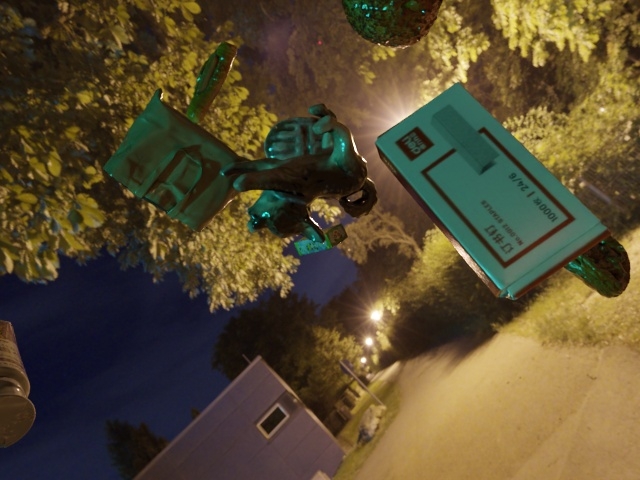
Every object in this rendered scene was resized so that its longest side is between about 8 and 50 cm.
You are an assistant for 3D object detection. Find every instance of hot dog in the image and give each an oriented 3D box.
[{"bbox_3d":[-0.177,-0.252,0.692,0.028,0.044,0.137,13,-69,-57],"label":"hot dog"},{"bbox_3d":[0.719,0.053,1.156,0.160,0.227,0.099,-50,-5,-24],"label":"hot dog"}]

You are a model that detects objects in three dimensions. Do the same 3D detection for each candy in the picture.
[{"bbox_3d":[0.000,0.000,1.598,0.097,0.062,0.194,-31,10,-39],"label":"candy"},{"bbox_3d":[-0.061,-0.336,1.591,0.289,0.214,0.157,-3,5,-9],"label":"candy"}]

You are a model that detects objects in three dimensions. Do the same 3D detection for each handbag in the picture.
[{"bbox_3d":[-0.353,-0.188,1.127,0.253,0.316,0.109,-55,25,-3],"label":"handbag"}]

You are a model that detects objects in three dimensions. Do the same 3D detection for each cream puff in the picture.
[{"bbox_3d":[0.188,-0.714,1.295,0.228,0.350,0.350,-48,-17,2],"label":"cream puff"}]

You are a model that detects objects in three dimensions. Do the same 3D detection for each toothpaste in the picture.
[{"bbox_3d":[-0.438,0.153,0.564,0.114,0.299,0.073,22,-90,-47],"label":"toothpaste"}]

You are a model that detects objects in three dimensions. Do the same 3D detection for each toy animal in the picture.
[{"bbox_3d":[-0.027,-0.118,1.063,0.344,0.194,0.303,-36,-60,-6],"label":"toy animal"}]

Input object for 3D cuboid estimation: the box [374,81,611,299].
[{"bbox_3d":[0.173,-0.056,0.474,0.123,0.229,0.050,-35,-22,3],"label":"box"}]
